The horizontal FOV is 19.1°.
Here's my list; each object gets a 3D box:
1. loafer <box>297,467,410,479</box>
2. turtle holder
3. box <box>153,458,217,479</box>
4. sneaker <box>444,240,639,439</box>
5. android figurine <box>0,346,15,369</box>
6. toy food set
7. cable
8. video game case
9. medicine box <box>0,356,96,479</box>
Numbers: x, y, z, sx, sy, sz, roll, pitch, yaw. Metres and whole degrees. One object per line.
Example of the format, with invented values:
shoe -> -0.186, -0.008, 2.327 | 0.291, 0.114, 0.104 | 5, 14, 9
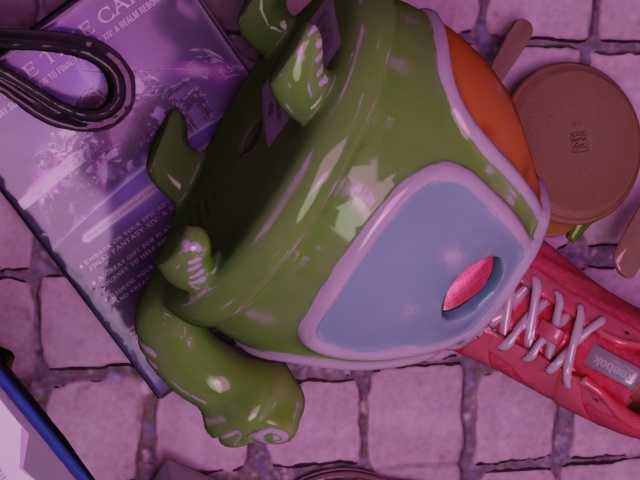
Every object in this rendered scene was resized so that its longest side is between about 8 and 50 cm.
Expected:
loafer -> 0.039, 0.201, 1.458 | 0.125, 0.039, 0.045 | 6, 101, -16
turtle holder -> 0.009, -0.004, 1.271 | 0.227, 0.243, 0.320 | 27, 85, -19
box -> -0.071, 0.254, 1.365 | 0.130, 0.170, 0.091 | 27, 106, -17
sneaker -> 0.186, 0.065, 1.418 | 0.314, 0.136, 0.116 | 26, 93, -18
android figurine -> -0.315, 0.193, 1.355 | 0.248, 0.056, 0.273 | 18, 95, -18
toy food set -> 0.183, -0.069, 1.439 | 0.192, 0.038, 0.132 | 37, 74, -17
cable -> -0.271, -0.133, 1.287 | 0.287, 0.072, 0.139 | -3, 91, -24
video game case -> -0.117, -0.049, 1.371 | 0.196, 0.026, 0.274 | -37, 107, -5
medicine box -> -0.275, 0.096, 1.171 | 0.149, 0.289, 0.263 | -39, 105, -8
